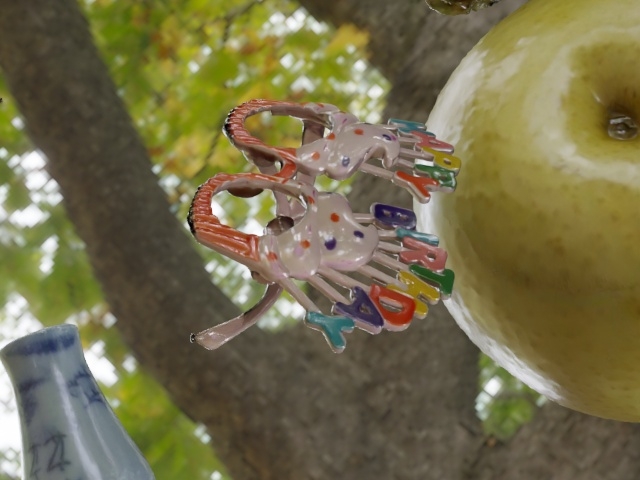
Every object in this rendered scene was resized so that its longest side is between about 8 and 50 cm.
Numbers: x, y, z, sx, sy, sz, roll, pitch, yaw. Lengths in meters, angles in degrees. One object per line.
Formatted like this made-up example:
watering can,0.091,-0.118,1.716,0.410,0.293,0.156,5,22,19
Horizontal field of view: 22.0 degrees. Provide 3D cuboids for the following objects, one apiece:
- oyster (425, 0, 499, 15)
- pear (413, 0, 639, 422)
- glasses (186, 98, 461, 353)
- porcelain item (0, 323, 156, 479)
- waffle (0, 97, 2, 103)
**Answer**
oyster,0.141,-0.273,1.242,0.083,0.223,0.214,35,-58,51
pear,0.237,-0.033,1.222,0.348,0.348,0.348,30,-33,22
glasses,0.007,-0.004,1.040,0.162,0.255,0.095,8,-52,5
porcelain item,-0.254,0.220,1.705,0.141,0.141,0.259,-33,-105,59
waffle,-0.293,-0.074,1.044,0.249,0.253,0.056,-31,-91,21
